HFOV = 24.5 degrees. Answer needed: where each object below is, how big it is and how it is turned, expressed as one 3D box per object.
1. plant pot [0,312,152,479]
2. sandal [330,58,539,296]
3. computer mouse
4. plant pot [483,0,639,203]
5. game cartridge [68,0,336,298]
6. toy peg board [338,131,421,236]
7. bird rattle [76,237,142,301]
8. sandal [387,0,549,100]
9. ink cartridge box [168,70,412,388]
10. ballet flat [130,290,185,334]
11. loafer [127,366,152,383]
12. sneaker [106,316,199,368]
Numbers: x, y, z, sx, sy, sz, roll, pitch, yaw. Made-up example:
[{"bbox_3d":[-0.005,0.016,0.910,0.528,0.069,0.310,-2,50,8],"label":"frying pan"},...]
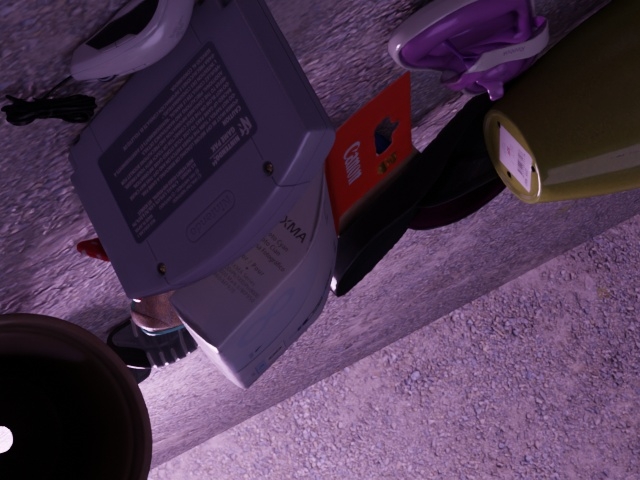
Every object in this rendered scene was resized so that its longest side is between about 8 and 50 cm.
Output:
[{"bbox_3d":[-0.397,0.256,1.878,0.323,0.323,0.280,-27,-176,-17],"label":"plant pot"},{"bbox_3d":[0.182,-0.072,2.066,0.446,0.107,0.167,-46,166,-11],"label":"sandal"},{"bbox_3d":[-0.179,-0.155,1.276,0.193,0.042,0.106,-36,166,22],"label":"computer mouse"},{"bbox_3d":[0.376,-0.171,1.963,0.293,0.275,0.275,-26,167,-16],"label":"plant pot"},{"bbox_3d":[-0.114,-0.079,1.365,0.062,0.198,0.297,-16,161,-49],"label":"game cartridge"},{"bbox_3d":[0.054,-0.090,2.035,0.160,0.079,0.161,-48,166,5],"label":"toy peg board"},{"bbox_3d":[-0.146,-0.031,1.665,0.207,0.143,0.253,-43,177,-28],"label":"bird rattle"},{"bbox_3d":[0.205,-0.222,1.751,0.169,0.102,0.416,-35,169,17],"label":"sandal"},{"bbox_3d":[0.000,0.000,1.785,0.385,0.091,0.308,-44,167,-8],"label":"ink cartridge box"},{"bbox_3d":[-0.116,0.036,2.023,0.316,0.107,0.106,-21,120,-32],"label":"ballet flat"},{"bbox_3d":[-0.356,0.216,2.201,0.084,0.096,0.267,-31,171,29],"label":"loafer"},{"bbox_3d":[-0.208,0.129,2.232,0.229,0.086,0.132,-16,-174,-3],"label":"sneaker"}]
